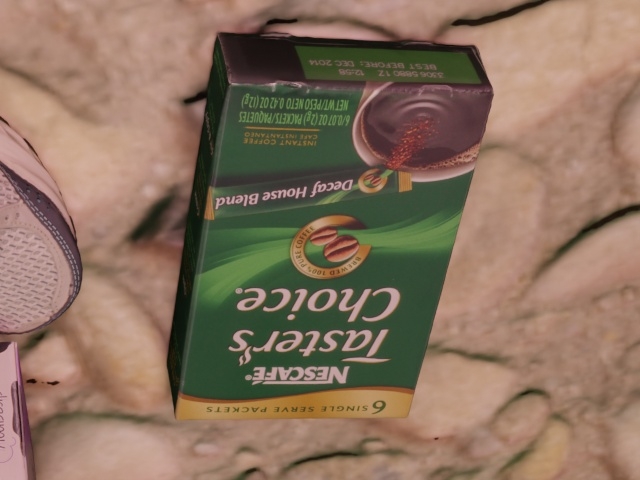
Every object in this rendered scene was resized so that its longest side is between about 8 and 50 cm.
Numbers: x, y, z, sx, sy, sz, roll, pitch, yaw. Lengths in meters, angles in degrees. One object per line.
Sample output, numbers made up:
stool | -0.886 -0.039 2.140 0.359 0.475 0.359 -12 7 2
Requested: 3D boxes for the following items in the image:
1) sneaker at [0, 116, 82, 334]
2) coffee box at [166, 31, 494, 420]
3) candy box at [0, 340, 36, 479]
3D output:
sneaker | -0.190 0.001 0.631 0.110 0.122 0.283 -43 142 19
coffee box | 0.000 0.000 0.752 0.113 0.040 0.184 2 129 -15
candy box | -0.218 0.115 0.748 0.196 0.070 0.165 -5 151 -9
